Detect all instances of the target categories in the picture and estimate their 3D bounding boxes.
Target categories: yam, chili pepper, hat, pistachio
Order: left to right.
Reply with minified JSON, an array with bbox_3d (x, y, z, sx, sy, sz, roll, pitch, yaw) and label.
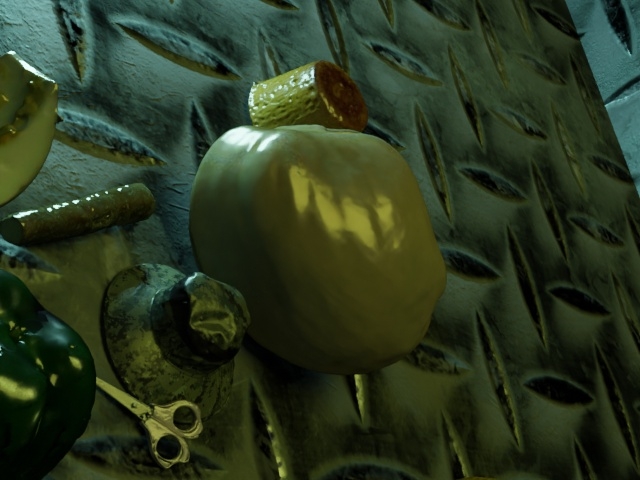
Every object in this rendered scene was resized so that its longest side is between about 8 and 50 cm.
[{"bbox_3d":[-0.374,0.164,1.389,0.248,0.257,0.233,40,32,-8],"label":"chili pepper"},{"bbox_3d":[-0.327,-0.033,1.824,0.274,0.061,0.061,-20,81,-58],"label":"yam"},{"bbox_3d":[-0.173,0.118,1.859,0.265,0.128,0.265,32,41,-33],"label":"hat"},{"bbox_3d":[0.000,0.000,2.045,0.445,0.365,0.281,44,-11,-18],"label":"pistachio"}]

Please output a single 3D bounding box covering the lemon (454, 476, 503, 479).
[{"bbox_3d":[0.241,0.492,1.993,0.297,0.297,0.297,36,38,-34],"label":"lemon"}]

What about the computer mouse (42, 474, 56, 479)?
[{"bbox_3d":[-0.315,0.351,1.488,0.167,0.090,0.379,19,48,-50],"label":"computer mouse"}]

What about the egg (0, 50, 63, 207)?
[{"bbox_3d":[-0.460,-0.131,1.620,0.271,0.162,0.206,1,95,-20],"label":"egg"}]

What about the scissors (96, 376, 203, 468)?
[{"bbox_3d":[-0.238,0.222,1.761,0.189,0.015,0.100,38,58,-21],"label":"scissors"}]

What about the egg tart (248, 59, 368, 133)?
[{"bbox_3d":[-0.016,-0.228,2.363,0.202,0.147,0.202,35,37,-32],"label":"egg tart"}]
